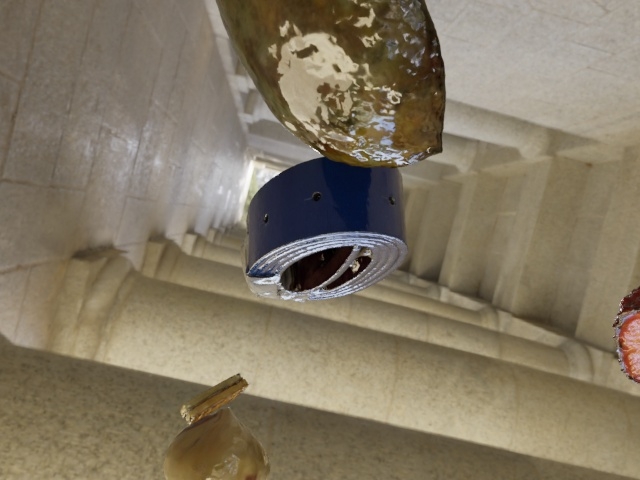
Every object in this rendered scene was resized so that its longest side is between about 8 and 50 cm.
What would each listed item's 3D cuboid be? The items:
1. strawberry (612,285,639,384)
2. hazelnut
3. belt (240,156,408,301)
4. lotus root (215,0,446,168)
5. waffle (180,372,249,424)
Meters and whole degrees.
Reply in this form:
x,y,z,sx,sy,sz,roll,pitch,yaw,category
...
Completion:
x,y,z,sx,sy,sz,roll,pitch,yaw,category
0.563,0.135,0.930,0.236,0.190,0.111,90,20,-47,strawberry
-0.248,0.538,1.430,0.261,0.261,0.241,119,-12,-71,hazelnut
0.000,0.000,0.845,0.347,0.213,0.117,133,-43,-65,belt
0.000,-0.202,0.577,0.314,0.142,0.210,65,-14,-14,lotus root
-0.239,0.356,1.303,0.042,0.148,0.102,57,-27,13,waffle
